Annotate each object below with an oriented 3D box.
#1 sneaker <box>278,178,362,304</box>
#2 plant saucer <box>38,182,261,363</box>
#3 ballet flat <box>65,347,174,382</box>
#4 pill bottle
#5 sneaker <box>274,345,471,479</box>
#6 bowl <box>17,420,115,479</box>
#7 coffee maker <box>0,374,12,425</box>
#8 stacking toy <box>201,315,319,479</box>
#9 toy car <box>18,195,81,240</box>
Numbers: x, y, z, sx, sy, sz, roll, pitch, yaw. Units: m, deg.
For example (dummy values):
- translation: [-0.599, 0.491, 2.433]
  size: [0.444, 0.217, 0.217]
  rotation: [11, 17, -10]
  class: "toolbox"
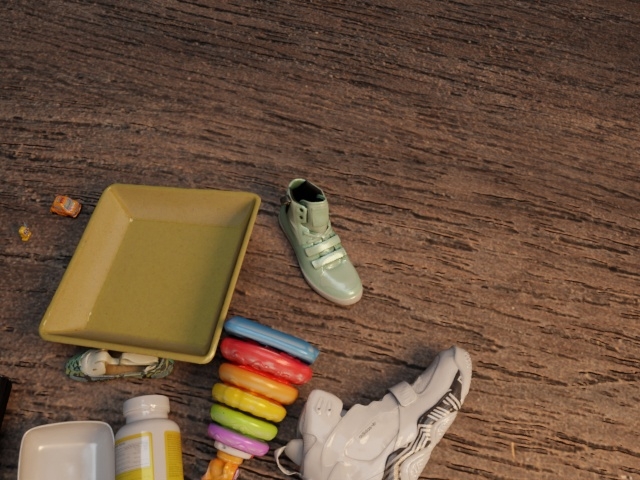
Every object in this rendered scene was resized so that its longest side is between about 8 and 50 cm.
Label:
- translation: [-0.001, 0.000, 1.111]
  size: [0.094, 0.151, 0.256]
  rotation: [-28, 69, -21]
  class: "sneaker"
- translation: [-0.291, 0.059, 1.058]
  size: [0.332, 0.081, 0.333]
  rotation: [5, 60, 14]
  class: "plant saucer"
- translation: [-0.353, 0.208, 1.011]
  size: [0.188, 0.070, 0.070]
  rotation: [-3, 62, -7]
  class: "ballet flat"
- translation: [-0.272, 0.347, 0.920]
  size: [0.103, 0.103, 0.184]
  rotation: [-7, 62, -9]
  class: "pill bottle"
- translation: [0.093, 0.286, 0.970]
  size: [0.210, 0.137, 0.366]
  rotation: [35, 67, 10]
  class: "sneaker"
- translation: [-0.398, 0.362, 0.912]
  size: [0.142, 0.053, 0.142]
  rotation: [4, 59, -27]
  class: "bowl"
- translation: [-0.548, 0.308, 0.920]
  size: [0.171, 0.120, 0.178]
  rotation: [25, 52, -40]
  class: "coffee maker"
- translation: [-0.126, 0.292, 0.953]
  size: [0.165, 0.175, 0.302]
  rotation: [21, 73, -1]
  class: "stacking toy"
- translation: [-0.533, -0.044, 1.144]
  size: [0.060, 0.041, 0.122]
  rotation: [29, 62, 10]
  class: "toy car"
